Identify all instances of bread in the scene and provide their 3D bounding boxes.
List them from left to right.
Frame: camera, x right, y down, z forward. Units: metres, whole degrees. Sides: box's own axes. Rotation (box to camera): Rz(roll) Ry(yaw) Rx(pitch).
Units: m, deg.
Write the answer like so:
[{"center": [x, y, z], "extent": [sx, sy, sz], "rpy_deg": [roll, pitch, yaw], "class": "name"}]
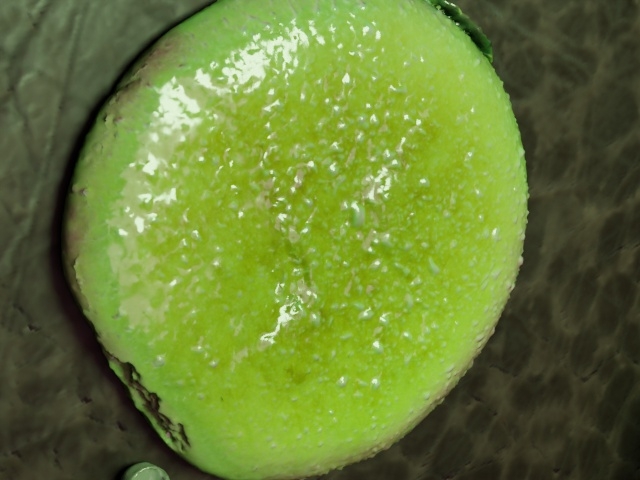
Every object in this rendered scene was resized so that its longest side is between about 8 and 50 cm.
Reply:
[{"center": [0.005, -0.002, 0.690], "extent": [0.301, 0.045, 0.301], "rpy_deg": [-9, 110, -27], "class": "bread"}]

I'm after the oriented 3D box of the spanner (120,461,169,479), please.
[{"center": [-0.143, 0.281, 0.667], "extent": [0.040, 0.095, 0.325], "rpy_deg": [23, 93, -32], "class": "spanner"}]
